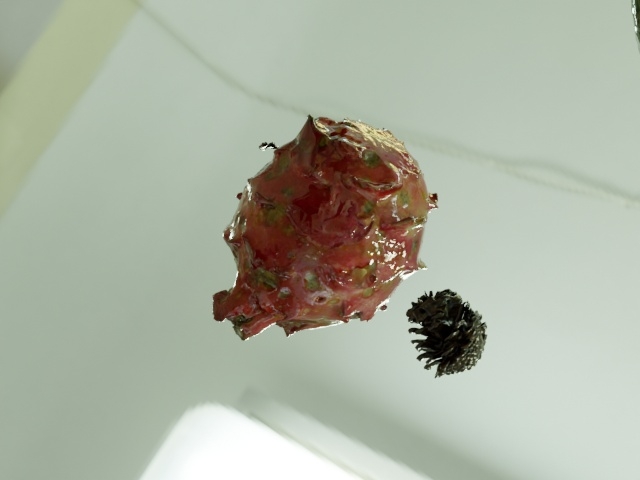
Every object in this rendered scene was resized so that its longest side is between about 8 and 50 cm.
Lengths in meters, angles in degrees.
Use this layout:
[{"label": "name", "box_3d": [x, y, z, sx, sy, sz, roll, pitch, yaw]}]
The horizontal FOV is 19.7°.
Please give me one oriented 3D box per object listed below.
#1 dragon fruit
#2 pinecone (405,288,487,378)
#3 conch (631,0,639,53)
[{"label": "dragon fruit", "box_3d": [0.000, 0.000, 1.923, 0.205, 0.210, 0.268, 43, -89, 21]}, {"label": "pinecone", "box_3d": [0.116, 0.086, 1.715, 0.077, 0.077, 0.083, -43, -107, 9]}, {"label": "conch", "box_3d": [0.257, -0.091, 0.942, 0.277, 0.220, 0.195, -42, -164, 41]}]
